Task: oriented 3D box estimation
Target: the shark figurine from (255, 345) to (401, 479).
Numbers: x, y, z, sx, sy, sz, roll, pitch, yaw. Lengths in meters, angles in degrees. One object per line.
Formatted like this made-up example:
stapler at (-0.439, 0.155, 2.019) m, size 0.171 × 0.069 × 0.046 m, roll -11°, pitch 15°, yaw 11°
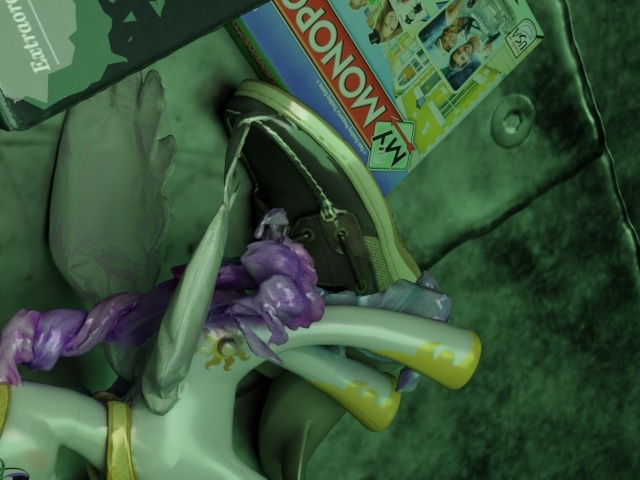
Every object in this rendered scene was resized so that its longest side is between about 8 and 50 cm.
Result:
shark figurine at (-0.009, 0.174, 1.425) m, size 0.166 × 0.116 × 0.278 m, roll 2°, pitch 133°, yaw -4°

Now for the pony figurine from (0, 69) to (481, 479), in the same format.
pony figurine at (-0.083, 0.071, 1.216) m, size 0.363 × 0.303 × 0.351 m, roll 18°, pitch 98°, yaw -26°

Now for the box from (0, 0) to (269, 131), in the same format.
box at (-0.114, -0.289, 1.111) m, size 0.395 × 0.212 × 0.293 m, roll -30°, pitch 111°, yaw -21°

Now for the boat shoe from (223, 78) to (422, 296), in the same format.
boat shoe at (0.000, 0.000, 1.392) m, size 0.092 × 0.103 × 0.285 m, roll -48°, pitch 132°, yaw -18°

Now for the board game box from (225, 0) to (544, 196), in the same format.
board game box at (0.025, -0.206, 1.373) m, size 0.213 × 0.046 × 0.317 m, roll -45°, pitch 125°, yaw -15°
